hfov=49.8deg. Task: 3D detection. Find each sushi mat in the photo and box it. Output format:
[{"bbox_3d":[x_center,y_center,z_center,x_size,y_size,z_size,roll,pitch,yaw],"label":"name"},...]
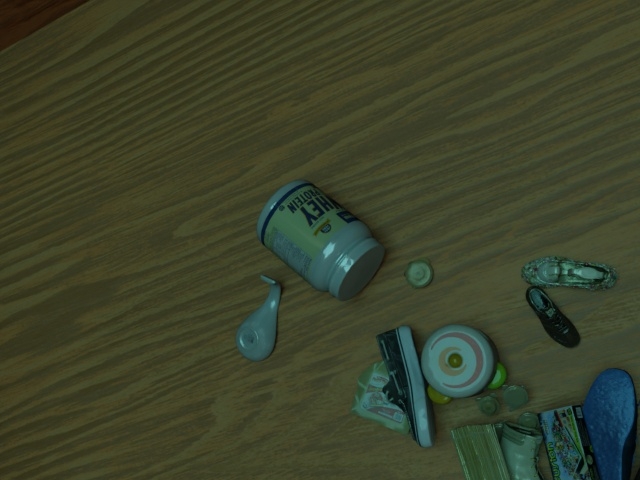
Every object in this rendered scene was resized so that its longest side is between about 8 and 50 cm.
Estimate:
[{"bbox_3d":[0.430,0.625,1.753,0.151,0.019,0.316,-29,74,53],"label":"sushi mat"}]

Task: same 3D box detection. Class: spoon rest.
[{"bbox_3d":[-0.180,0.240,2.118,0.137,0.084,0.276,24,103,26],"label":"spoon rest"}]

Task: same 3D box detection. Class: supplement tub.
[{"bbox_3d":[0.000,0.000,1.992,0.325,0.235,0.235,39,96,24],"label":"supplement tub"}]

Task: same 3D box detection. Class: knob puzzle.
[{"bbox_3d":[0.196,0.422,1.939,0.213,0.030,0.213,-3,74,9],"label":"knob puzzle"}]

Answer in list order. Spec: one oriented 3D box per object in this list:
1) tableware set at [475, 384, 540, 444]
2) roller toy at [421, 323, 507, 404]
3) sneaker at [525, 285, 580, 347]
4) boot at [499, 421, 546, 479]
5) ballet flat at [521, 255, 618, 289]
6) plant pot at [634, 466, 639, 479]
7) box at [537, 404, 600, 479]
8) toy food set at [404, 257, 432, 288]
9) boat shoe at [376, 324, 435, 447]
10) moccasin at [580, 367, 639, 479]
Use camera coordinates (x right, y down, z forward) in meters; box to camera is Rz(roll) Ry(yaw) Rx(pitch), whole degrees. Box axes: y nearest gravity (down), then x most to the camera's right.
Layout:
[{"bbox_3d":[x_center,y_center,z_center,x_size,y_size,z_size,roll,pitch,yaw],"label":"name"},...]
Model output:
[{"bbox_3d":[0.487,0.452,1.789,0.141,0.020,0.168,-21,99,18],"label":"tableware set"},{"bbox_3d":[0.366,0.320,1.826,0.209,0.146,0.191,-23,72,18],"label":"roller toy"},{"bbox_3d":[0.597,0.200,1.794,0.066,0.071,0.188,-41,67,10],"label":"sneaker"},{"bbox_3d":[0.539,0.566,1.732,0.213,0.077,0.165,20,100,29],"label":"boot"},{"bbox_3d":[0.643,0.081,1.796,0.241,0.077,0.091,0,81,23],"label":"ballet flat"},{"bbox_3d":[0.816,0.542,1.560,0.215,0.215,0.230,45,132,23],"label":"plant pot"},{"bbox_3d":[0.601,0.511,1.665,0.114,0.036,0.207,-37,56,51],"label":"box"},{"bbox_3d":[0.281,0.095,1.974,0.082,0.020,0.083,-25,72,17],"label":"toy food set"},{"bbox_3d":[0.228,0.401,1.876,0.119,0.121,0.335,-16,61,11],"label":"boat shoe"},{"bbox_3d":[0.698,0.480,1.680,0.138,0.117,0.342,9,88,36],"label":"moccasin"}]
